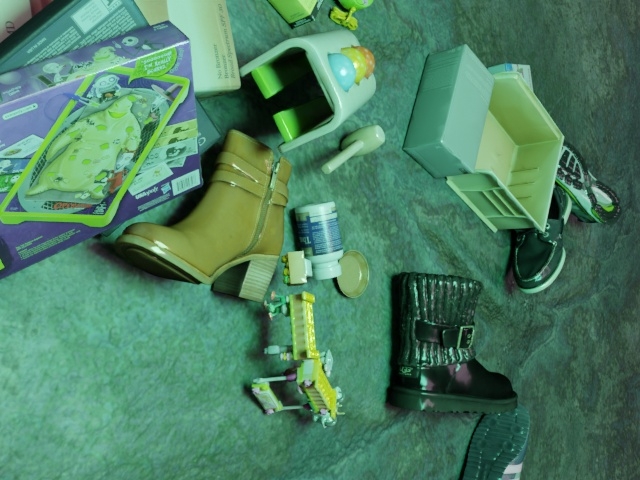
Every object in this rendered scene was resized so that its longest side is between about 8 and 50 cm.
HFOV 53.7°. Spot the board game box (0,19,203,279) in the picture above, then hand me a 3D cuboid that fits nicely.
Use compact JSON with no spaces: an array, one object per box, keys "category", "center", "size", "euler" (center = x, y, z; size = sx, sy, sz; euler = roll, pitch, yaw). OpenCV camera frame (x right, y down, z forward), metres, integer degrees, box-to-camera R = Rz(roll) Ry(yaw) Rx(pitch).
[{"category":"board game box","center":[-0.280,-0.067,0.621],"size":[0.347,0.208,0.056],"euler":[-29,64,-26]}]

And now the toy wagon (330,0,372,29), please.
[{"category":"toy wagon","center":[0.073,-0.552,1.133],"size":[0.267,0.068,0.344],"euler":[11,79,-44]}]

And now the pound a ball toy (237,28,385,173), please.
[{"category":"pound a ball toy","center":[0.028,-0.207,0.949],"size":[0.208,0.136,0.319],"euler":[63,22,-12]}]

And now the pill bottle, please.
[{"category":"pill bottle","center":[0.000,0.000,1.021],"size":[0.067,0.067,0.120],"euler":[-15,97,-44]}]

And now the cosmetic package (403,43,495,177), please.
[{"category":"cosmetic package","center":[0.263,-0.258,1.279],"size":[0.127,0.107,0.237],"euler":[35,66,-38]}]

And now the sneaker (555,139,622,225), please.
[{"category":"sneaker","center":[0.638,-0.144,1.643],"size":[0.300,0.121,0.111],"euler":[46,66,-10]}]

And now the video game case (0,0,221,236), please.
[{"category":"video game case","center":[-0.233,-0.129,0.682],"size":[0.196,0.026,0.274],"euler":[-43,154,-7]}]

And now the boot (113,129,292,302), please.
[{"category":"boot","center":[-0.134,-0.046,0.842],"size":[0.283,0.109,0.220],"euler":[24,77,-51]}]

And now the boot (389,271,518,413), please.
[{"category":"boot","center":[0.277,0.201,1.237],"size":[0.348,0.131,0.260],"euler":[15,76,-43]}]

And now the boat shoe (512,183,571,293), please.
[{"category":"boat shoe","center":[0.512,-0.029,1.491],"size":[0.113,0.127,0.340],"euler":[52,52,-27]}]

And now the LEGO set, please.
[{"category":"LEGO set","center":[-0.048,0.164,0.938],"size":[0.132,0.107,0.286],"euler":[-65,144,-64]}]

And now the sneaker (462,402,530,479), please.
[{"category":"sneaker","center":[0.366,0.501,1.341],"size":[0.319,0.112,0.131],"euler":[-58,142,-27]}]

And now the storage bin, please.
[{"category":"storage bin","center":[0.408,-0.191,1.401],"size":[0.260,0.123,0.262],"euler":[38,62,-37]}]

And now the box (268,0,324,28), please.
[{"category":"box","center":[-0.084,-0.444,0.977],"size":[0.232,0.058,0.087],"euler":[40,61,-36]}]

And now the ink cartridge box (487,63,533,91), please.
[{"category":"ink cartridge box","center":[0.456,-0.373,1.512],"size":[0.122,0.052,0.088],"euler":[-14,97,-46]}]

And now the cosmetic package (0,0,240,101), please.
[{"category":"cosmetic package","center":[-0.256,-0.231,0.741],"size":[0.296,0.129,0.153],"euler":[-19,103,-43]}]

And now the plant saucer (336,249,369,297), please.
[{"category":"plant saucer","center":[0.053,0.058,1.106],"size":[0.083,0.015,0.083],"euler":[3,86,-45]}]
